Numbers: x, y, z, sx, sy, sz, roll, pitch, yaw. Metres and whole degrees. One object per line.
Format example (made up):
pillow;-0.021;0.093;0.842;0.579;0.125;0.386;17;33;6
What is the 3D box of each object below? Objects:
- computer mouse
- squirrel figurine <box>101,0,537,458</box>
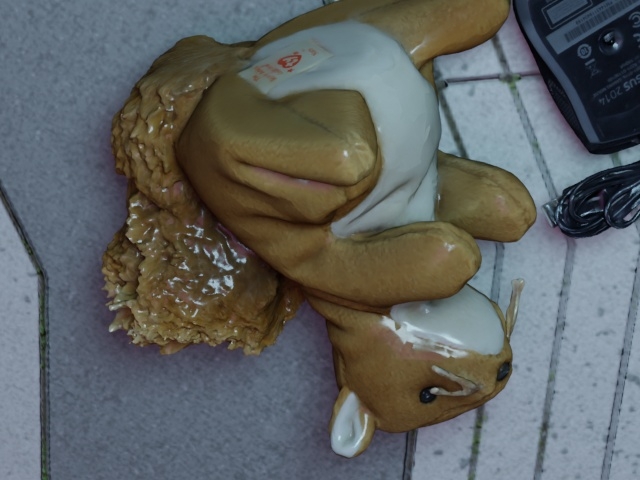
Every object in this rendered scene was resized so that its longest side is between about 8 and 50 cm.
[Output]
computer mouse;0.238;-0.151;1.388;0.188;0.072;0.272;-26;113;-1
squirrel figurine;0.000;0.000;1.454;0.397;0.281;0.370;0;126;29
